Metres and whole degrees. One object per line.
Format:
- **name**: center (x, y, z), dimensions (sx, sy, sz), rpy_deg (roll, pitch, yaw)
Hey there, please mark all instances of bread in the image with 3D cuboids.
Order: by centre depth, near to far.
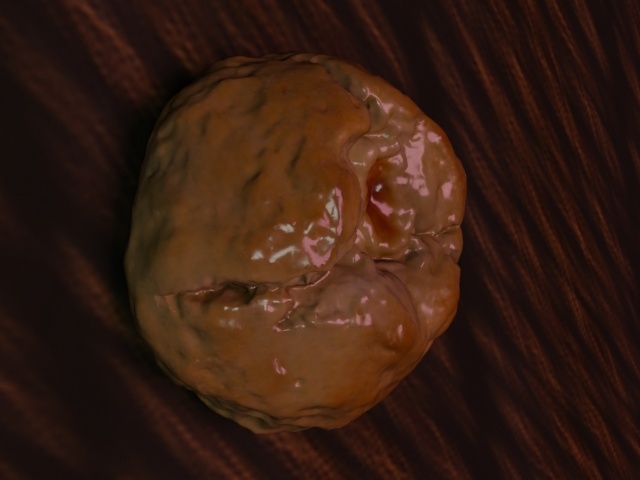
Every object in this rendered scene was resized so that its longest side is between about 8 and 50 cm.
- **bread**: center (0.000, 0.000, 0.625), dimensions (0.244, 0.134, 0.245), rpy_deg (6, 83, -52)
